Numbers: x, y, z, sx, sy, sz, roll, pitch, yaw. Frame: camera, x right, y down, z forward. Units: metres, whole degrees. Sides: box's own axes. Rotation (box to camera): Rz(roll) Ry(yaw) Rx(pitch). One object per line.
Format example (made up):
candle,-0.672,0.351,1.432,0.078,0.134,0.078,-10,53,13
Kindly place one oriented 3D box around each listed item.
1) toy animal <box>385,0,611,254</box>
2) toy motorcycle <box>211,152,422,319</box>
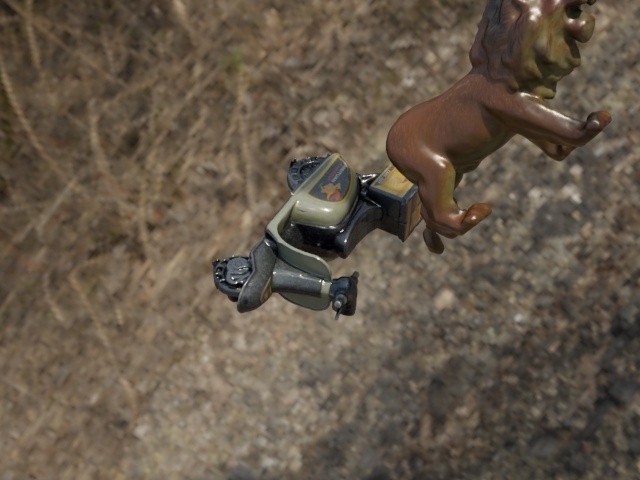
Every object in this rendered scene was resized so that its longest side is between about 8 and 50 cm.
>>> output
toy animal,0.148,-0.114,1.193,0.312,0.157,0.097,-39,-3,36
toy motorcycle,0.000,0.000,1.443,0.157,0.091,0.263,20,45,21
